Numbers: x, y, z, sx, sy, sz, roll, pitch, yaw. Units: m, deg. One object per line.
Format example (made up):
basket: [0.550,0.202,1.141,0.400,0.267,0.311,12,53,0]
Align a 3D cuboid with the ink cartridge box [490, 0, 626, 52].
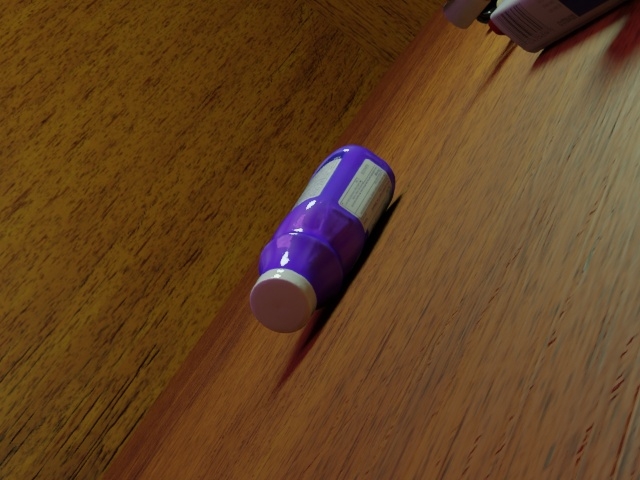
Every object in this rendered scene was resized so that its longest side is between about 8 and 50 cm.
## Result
ink cartridge box: [0.306,-0.334,1.347,0.330,0.071,0.324,-54,4,-6]

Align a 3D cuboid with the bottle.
bottle: [0.000,0.000,1.627,0.118,0.092,0.283,-53,3,33]

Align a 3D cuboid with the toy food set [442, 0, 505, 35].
toy food set: [0.214,-0.322,1.805,0.232,0.111,0.104,-6,-35,-49]

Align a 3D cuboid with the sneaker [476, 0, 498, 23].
sneaker: [0.269,-0.381,2.156,0.152,0.058,0.084,-55,-2,10]
